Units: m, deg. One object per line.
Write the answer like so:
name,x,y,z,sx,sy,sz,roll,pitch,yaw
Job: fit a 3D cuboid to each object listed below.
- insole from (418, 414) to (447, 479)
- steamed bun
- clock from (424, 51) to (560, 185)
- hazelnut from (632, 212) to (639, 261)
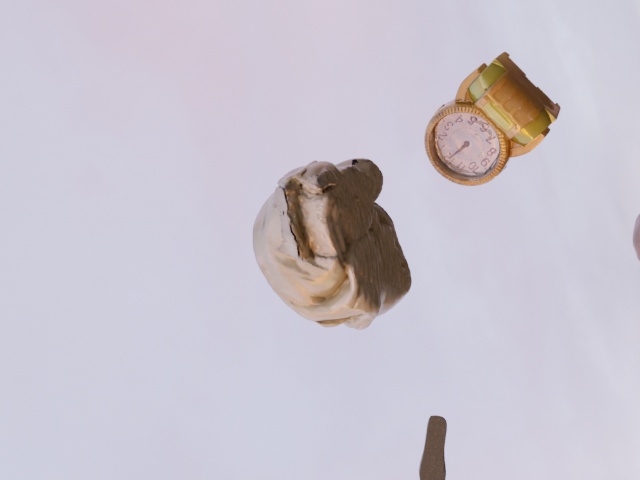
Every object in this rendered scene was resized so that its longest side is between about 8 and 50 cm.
insole,0.263,0.505,1.614,0.010,0.063,0.192,57,-140,-75
steamed bun,0.000,0.000,1.342,0.394,0.237,0.346,50,-143,-42
clock,0.421,-0.290,1.782,0.244,0.317,0.200,47,-140,3
hazelnut,0.922,-0.006,1.802,0.176,0.214,0.214,-10,-92,-66
